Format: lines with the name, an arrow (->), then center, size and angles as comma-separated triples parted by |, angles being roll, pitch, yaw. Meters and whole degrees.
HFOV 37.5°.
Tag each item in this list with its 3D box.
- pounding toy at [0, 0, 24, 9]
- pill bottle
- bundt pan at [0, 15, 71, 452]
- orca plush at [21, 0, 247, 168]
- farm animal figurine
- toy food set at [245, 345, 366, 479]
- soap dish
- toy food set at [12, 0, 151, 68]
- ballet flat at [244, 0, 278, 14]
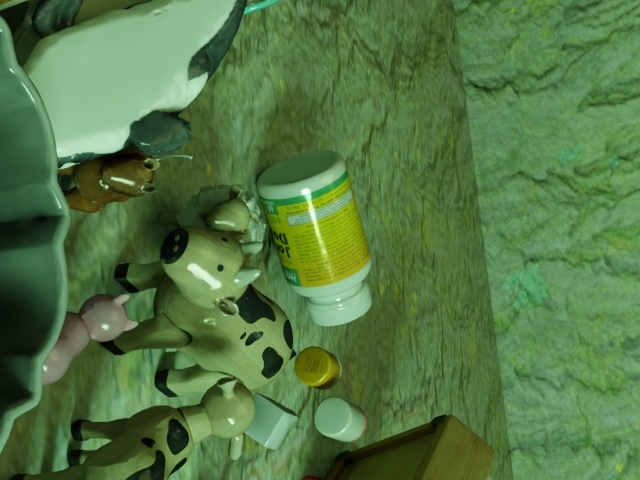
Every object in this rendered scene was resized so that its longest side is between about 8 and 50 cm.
pounding toy -> -0.251, -0.193, 0.640 | 0.141, 0.130, 0.100 | -13, 88, -73
pill bottle -> 0.000, 0.000, 1.219 | 0.117, 0.117, 0.208 | -60, 138, -58
bundt pan -> -0.278, -0.013, 0.488 | 0.331, 0.124, 0.331 | -9, 90, -69
orca plush -> -0.163, -0.148, 0.782 | 0.151, 0.102, 0.287 | 35, 60, -15
farm animal figurine -> -0.113, 0.072, 0.818 | 0.327, 0.172, 0.330 | 32, 54, -64
toy food set -> -0.025, 0.228, 0.958 | 0.232, 0.111, 0.104 | -59, 153, -5
soap dish -> 0.089, 0.344, 1.203 | 0.118, 0.229, 0.291 | 63, 23, -4
toy food set -> -0.212, -0.297, 0.840 | 0.220, 0.092, 0.306 | -4, 85, -58
ballet flat -> -0.098, -0.297, 1.026 | 0.316, 0.107, 0.106 | -116, -175, -75
